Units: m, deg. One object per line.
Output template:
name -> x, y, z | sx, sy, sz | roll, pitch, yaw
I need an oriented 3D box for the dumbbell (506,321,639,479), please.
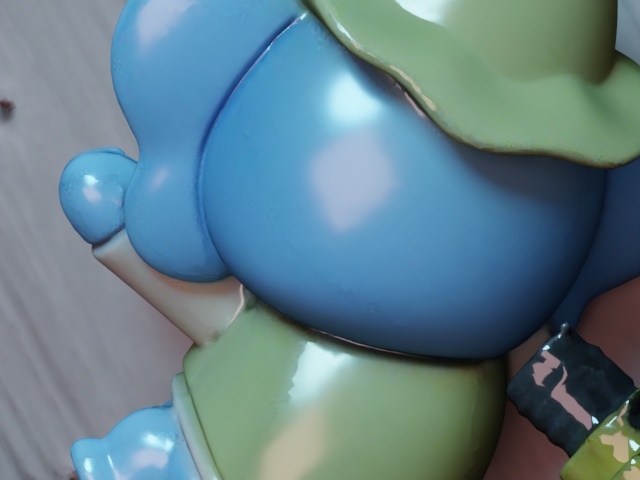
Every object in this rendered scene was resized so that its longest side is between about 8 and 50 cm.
dumbbell -> 0.204, 0.160, 0.477 | 0.388, 0.185, 0.185 | 42, 105, 15

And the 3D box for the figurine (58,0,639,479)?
figurine -> 0.002, 0.002, 0.574 | 0.180, 0.154, 0.262 | 39, 100, 5
